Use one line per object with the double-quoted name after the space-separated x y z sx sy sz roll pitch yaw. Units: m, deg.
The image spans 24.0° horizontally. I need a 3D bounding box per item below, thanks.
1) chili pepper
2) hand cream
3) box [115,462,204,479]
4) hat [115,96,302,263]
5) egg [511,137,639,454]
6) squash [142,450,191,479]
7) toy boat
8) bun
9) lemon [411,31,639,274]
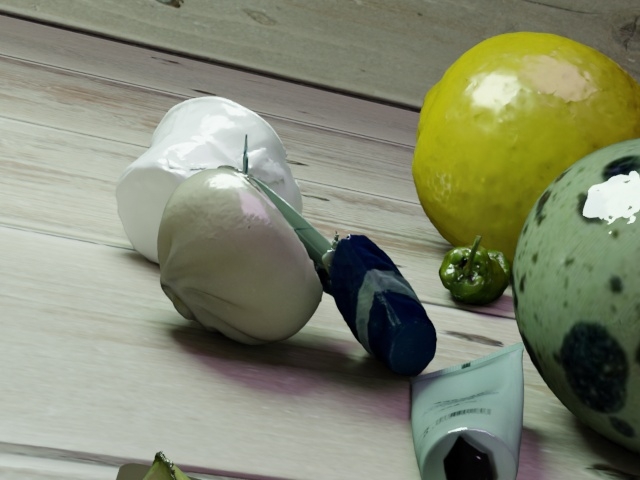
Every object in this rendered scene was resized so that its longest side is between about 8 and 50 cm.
0.175 0.038 1.769 0.072 0.073 0.204 1 -4 19 "chili pepper"
0.120 0.138 1.237 0.109 0.067 0.320 -19 10 8 "hand cream"
-0.069 0.178 0.922 0.126 0.031 0.091 15 12 -6 "box"
-0.135 -0.045 1.575 0.203 0.203 0.126 22 33 28 "hat"
0.325 0.056 1.373 0.288 0.287 0.379 14 20 -9 "egg"
-0.046 0.190 0.789 0.200 0.090 0.075 27 -16 30 "squash"
0.015 0.023 1.437 0.291 0.070 0.210 42 -13 51 "toy boat"
-0.085 0.023 1.359 0.120 0.172 0.173 -35 31 -13 "bun"
0.288 -0.108 1.983 0.348 0.348 0.348 15 12 -3 "lemon"
